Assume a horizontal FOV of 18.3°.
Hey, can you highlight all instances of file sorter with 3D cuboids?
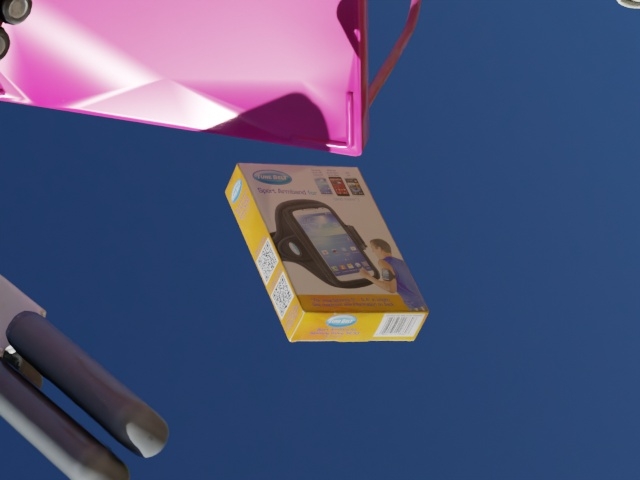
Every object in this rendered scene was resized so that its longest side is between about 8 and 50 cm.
[{"bbox_3d":[-0.087,-0.205,1.285,0.182,0.291,0.202,-60,-26,-52],"label":"file sorter"}]

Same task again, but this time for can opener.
[{"bbox_3d":[-0.185,0.091,1.320,0.074,0.280,0.093,-51,-53,-7],"label":"can opener"}]

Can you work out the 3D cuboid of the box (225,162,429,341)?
[{"bbox_3d":[0.000,0.000,1.134,0.081,0.028,0.136,1,-134,-29],"label":"box"}]

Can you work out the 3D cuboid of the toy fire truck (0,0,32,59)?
[{"bbox_3d":[-0.205,-0.143,1.005,0.135,0.047,0.192,33,-94,-54],"label":"toy fire truck"}]

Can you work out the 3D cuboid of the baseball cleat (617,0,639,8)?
[{"bbox_3d":[0.130,-0.169,0.970,0.072,0.206,0.109,5,-88,-41],"label":"baseball cleat"}]
